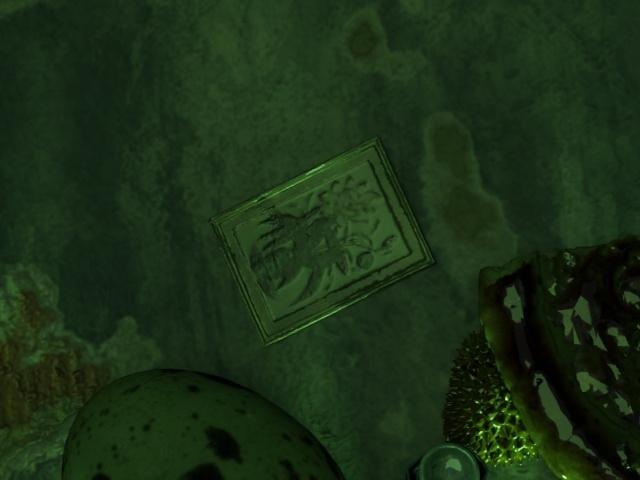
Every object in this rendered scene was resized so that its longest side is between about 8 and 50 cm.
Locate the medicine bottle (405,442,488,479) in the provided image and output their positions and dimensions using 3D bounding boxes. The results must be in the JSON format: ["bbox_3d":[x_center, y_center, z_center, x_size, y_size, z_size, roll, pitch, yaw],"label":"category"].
[{"bbox_3d":[0.121,0.282,1.707,0.124,0.258,0.079,-39,74,-13],"label":"medicine bottle"}]

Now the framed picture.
[{"bbox_3d":[0.000,0.000,1.882,0.231,0.010,0.173,-27,78,10],"label":"framed picture"}]

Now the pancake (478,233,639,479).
[{"bbox_3d":[0.365,0.158,1.699,0.304,0.067,0.427,-29,75,-13],"label":"pancake"}]

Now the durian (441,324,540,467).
[{"bbox_3d":[0.214,0.150,1.766,0.146,0.102,0.208,18,84,21],"label":"durian"}]

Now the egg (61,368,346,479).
[{"bbox_3d":[-0.118,0.299,1.734,0.287,0.287,0.379,-40,70,6],"label":"egg"}]
